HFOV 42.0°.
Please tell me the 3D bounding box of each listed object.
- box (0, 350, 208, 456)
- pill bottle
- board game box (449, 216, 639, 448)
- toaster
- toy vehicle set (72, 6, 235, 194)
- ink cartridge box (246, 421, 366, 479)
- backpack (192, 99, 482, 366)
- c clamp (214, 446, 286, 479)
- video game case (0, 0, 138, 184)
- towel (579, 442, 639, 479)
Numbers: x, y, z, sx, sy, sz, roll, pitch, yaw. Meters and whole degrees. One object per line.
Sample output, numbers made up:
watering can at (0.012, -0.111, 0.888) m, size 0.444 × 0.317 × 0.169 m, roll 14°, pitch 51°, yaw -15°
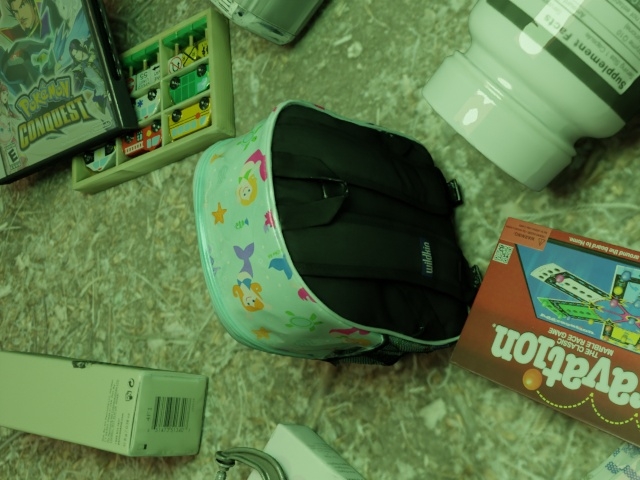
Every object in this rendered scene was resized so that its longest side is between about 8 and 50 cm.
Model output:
box at (-0.271, 0.190, 0.993) m, size 0.275 × 0.113 × 0.094 m, roll 1°, pitch 80°, yaw 35°
pill bottle at (0.226, -0.187, 0.677) m, size 0.283 × 0.161 × 0.161 m, roll -50°, pitch 56°, yaw 17°
board game box at (0.241, 0.081, 0.658) m, size 0.281 × 0.027 × 0.145 m, roll 20°, pitch 87°, yaw 46°
toaster at (-0.062, -0.325, 0.946) m, size 0.227 × 0.129 × 0.146 m, roll 48°, pitch 112°, yaw 31°
toy vehicle set at (-0.225, -0.175, 1.087) m, size 0.267 × 0.035 × 0.165 m, roll -17°, pitch 70°, yaw 33°
ink cartridge box at (0.003, 0.318, 0.796) m, size 0.232 × 0.066 × 0.189 m, roll 36°, pitch 101°, yaw 41°
backpack at (0.000, 0.000, 0.743) m, size 0.191 × 0.254 × 0.225 m, roll -21°, pitch 69°, yaw 31°
c clamp at (-0.097, 0.277, 0.833) m, size 0.137 × 0.022 × 0.160 m, roll 23°, pitch 94°, yaw 39°
video game case at (-0.382, -0.228, 1.120) m, size 0.275 × 0.035 × 0.248 m, roll -16°, pitch 89°, yaw 33°
towel at (0.294, 0.231, 0.611) m, size 0.285 × 0.034 × 0.209 m, roll -50°, pitch 55°, yaw 17°
